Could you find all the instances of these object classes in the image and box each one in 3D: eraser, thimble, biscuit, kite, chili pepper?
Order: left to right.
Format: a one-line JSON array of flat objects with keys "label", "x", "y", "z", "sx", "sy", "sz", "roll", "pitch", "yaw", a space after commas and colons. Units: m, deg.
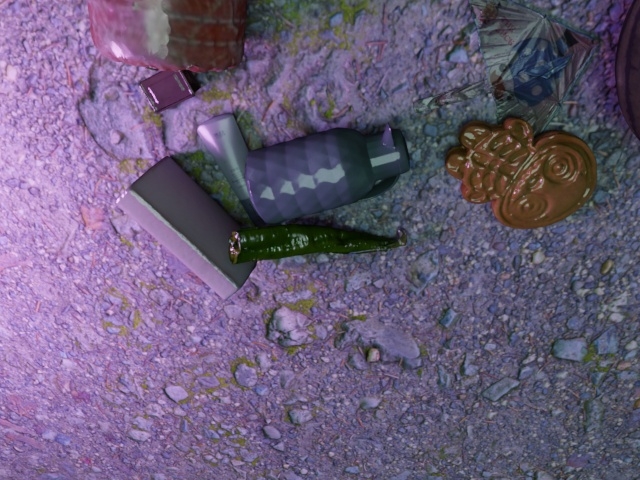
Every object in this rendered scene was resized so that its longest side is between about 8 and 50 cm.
[{"label": "thimble", "x": -0.218, "y": -0.352, "z": 0.632, "sx": 0.239, "sy": 0.239, "sz": 0.162, "roll": 8, "pitch": 121, "yaw": 0}, {"label": "eraser", "x": -0.246, "y": -0.027, "z": 0.846, "sx": 0.095, "sy": 0.174, "sz": 0.270, "roll": -35, "pitch": 111, "yaw": 20}, {"label": "chili pepper", "x": 0.000, "y": 0.000, "z": 0.849, "sx": 0.359, "sy": 0.076, "sz": 0.084, "roll": -3, "pitch": 134, "yaw": -22}, {"label": "kite", "x": 0.320, "y": -0.276, "z": 0.749, "sx": 0.314, "sy": 0.011, "sz": 0.335, "roll": -18, "pitch": 116, "yaw": 14}, {"label": "biscuit", "x": 0.376, "y": -0.125, "z": 0.804, "sx": 0.289, "sy": 0.044, "sz": 0.202, "roll": 23, "pitch": 120, "yaw": -14}]

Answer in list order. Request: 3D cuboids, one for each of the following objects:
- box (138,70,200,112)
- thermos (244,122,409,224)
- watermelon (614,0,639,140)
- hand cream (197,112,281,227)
[{"label": "box", "x": -0.267, "y": -0.277, "z": 0.772, "sx": 0.085, "sy": 0.063, "sz": 0.060, "roll": -20, "pitch": 117, "yaw": 15}, {"label": "thermos", "x": 0.021, "y": -0.120, "z": 0.797, "sx": 0.287, "sy": 0.144, "sz": 0.182, "roll": -12, "pitch": 150, "yaw": 11}, {"label": "watermelon", "x": 0.565, "y": -0.272, "z": 0.576, "sx": 0.279, "sy": 0.279, "sz": 0.359, "roll": -7, "pitch": 115, "yaw": 9}, {"label": "hand cream", "x": -0.156, "y": -0.125, "z": 0.859, "sx": 0.079, "sy": 0.048, "sz": 0.255, "roll": -20, "pitch": 113, "yaw": 10}]
